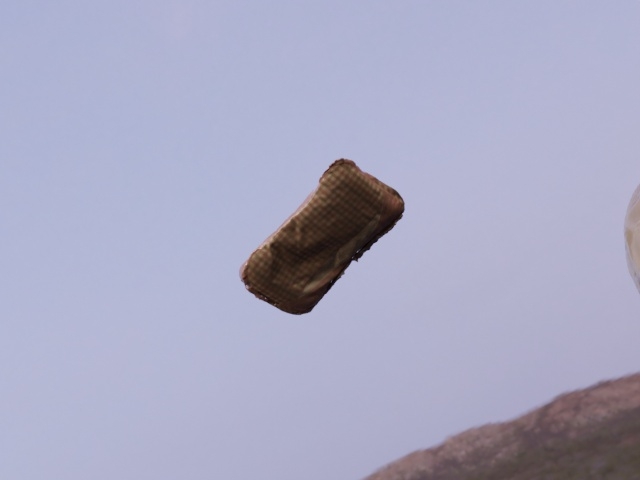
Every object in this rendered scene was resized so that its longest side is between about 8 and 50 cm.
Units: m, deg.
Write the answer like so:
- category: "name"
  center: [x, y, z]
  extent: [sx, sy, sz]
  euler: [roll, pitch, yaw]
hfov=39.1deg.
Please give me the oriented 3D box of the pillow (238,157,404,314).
- category: "pillow"
  center: [0.002, 0.002, 1.108]
  extent: [0.135, 0.034, 0.211]
  euler: [30, -73, -39]

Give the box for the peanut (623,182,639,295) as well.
- category: "peanut"
  center: [0.286, 0.035, 0.601]
  extent: [0.152, 0.313, 0.152]
  euler: [2, -41, 2]
